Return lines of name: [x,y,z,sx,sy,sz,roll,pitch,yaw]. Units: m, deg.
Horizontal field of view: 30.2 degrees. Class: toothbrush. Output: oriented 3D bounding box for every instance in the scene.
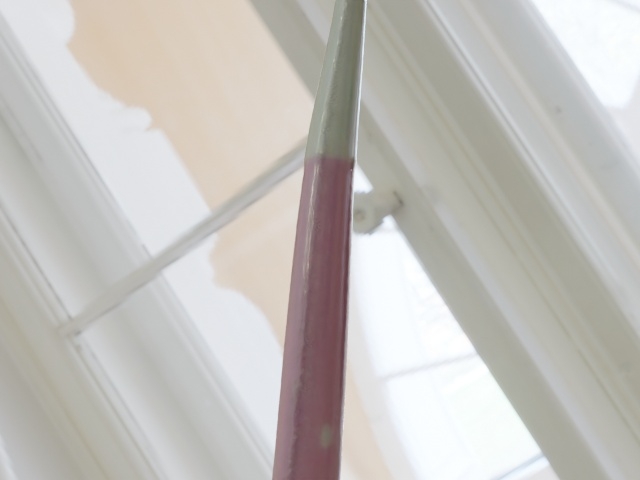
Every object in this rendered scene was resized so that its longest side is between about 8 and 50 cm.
toothbrush: [0.000,0.000,0.330,0.020,0.286,0.025,14,-17,-35]
